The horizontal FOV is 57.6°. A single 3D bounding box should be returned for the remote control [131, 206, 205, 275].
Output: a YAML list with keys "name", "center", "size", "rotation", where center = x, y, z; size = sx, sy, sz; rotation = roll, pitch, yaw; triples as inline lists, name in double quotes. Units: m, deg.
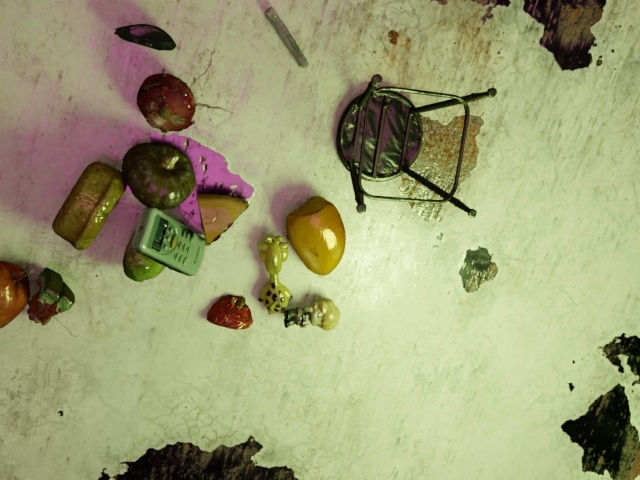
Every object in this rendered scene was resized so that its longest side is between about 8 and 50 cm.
- name: "remote control"
  center: [-0.450, 0.013, 1.769]
  size: [0.296, 0.056, 0.140]
  rotation: [42, 59, -60]

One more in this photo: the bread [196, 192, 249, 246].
- name: "bread"
  center: [-0.315, -0.062, 1.841]
  size: [0.169, 0.140, 0.160]
  rotation: [4, 99, -15]

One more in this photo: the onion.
- name: "onion"
  center: [-0.441, -0.414, 1.710]
  size: [0.183, 0.147, 0.184]
  rotation: [13, 139, 11]

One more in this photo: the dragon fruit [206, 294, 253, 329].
- name: "dragon fruit"
  center: [-0.297, 0.243, 1.966]
  size: [0.162, 0.083, 0.106]
  rotation: [10, 101, -14]

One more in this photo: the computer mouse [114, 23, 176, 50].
- name: "computer mouse"
  center: [-0.496, -0.587, 1.658]
  size: [0.172, 0.099, 0.057]
  rotation: [9, 95, -19]

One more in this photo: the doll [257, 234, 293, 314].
- name: "doll"
  center: [-0.156, 0.118, 1.958]
  size: [0.117, 0.086, 0.291]
  rotation: [-5, 110, -8]

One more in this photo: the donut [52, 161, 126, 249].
- name: "donut"
  center: [-0.673, -0.104, 1.702]
  size: [0.128, 0.208, 0.261]
  rotation: [32, 92, -19]

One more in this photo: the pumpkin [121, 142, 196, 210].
- name: "pumpkin"
  center: [-0.464, -0.196, 1.719]
  size: [0.219, 0.219, 0.162]
  rotation: [31, 128, -20]

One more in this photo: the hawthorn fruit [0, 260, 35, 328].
- name: "hawthorn fruit"
  center: [-0.944, 0.147, 1.695]
  size: [0.299, 0.211, 0.211]
  rotation: [-23, 112, 16]

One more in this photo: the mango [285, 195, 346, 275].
- name: "mango"
  center: [0.000, 0.000, 1.931]
  size: [0.187, 0.138, 0.257]
  rotation: [-29, 116, -10]

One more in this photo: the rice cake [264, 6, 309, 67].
- name: "rice cake"
  center: [-0.101, -0.613, 1.774]
  size: [0.036, 0.047, 0.207]
  rotation: [-32, 110, 13]

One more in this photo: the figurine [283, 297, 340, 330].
- name: "figurine"
  center: [-0.028, 0.257, 2.005]
  size: [0.195, 0.108, 0.114]
  rotation: [-2, 101, -27]

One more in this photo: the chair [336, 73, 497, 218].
- name: "chair"
  center: [0.238, -0.297, 1.754]
  size: [0.361, 0.410, 0.365]
  rotation: [2, 105, -15]

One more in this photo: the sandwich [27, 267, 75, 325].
- name: "sandwich"
  center: [-0.827, 0.182, 1.756]
  size: [0.160, 0.184, 0.109]
  rotation: [-49, 119, -6]

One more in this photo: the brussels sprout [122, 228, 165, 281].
- name: "brussels sprout"
  center: [-0.544, 0.043, 1.814]
  size: [0.131, 0.145, 0.183]
  rotation: [12, 65, 10]
